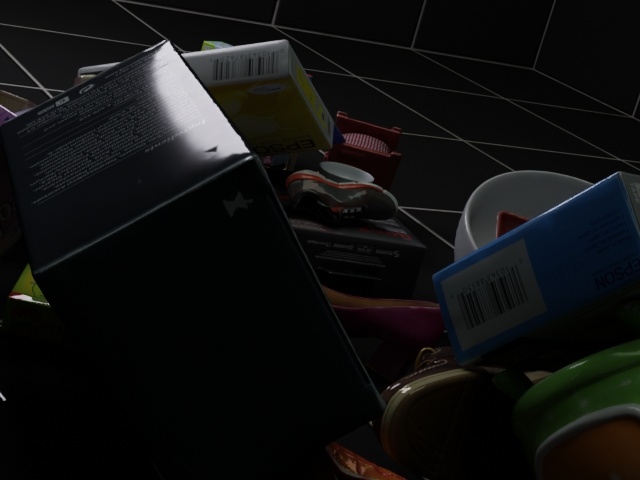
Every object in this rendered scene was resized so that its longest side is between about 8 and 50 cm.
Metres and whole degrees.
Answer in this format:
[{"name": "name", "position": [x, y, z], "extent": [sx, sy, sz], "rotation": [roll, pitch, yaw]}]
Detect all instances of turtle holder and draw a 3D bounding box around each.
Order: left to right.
[{"name": "turtle holder", "position": [0.342, 0.212, 1.311], "extent": [0.320, 0.243, 0.227], "rotation": [37, 29, -62]}]

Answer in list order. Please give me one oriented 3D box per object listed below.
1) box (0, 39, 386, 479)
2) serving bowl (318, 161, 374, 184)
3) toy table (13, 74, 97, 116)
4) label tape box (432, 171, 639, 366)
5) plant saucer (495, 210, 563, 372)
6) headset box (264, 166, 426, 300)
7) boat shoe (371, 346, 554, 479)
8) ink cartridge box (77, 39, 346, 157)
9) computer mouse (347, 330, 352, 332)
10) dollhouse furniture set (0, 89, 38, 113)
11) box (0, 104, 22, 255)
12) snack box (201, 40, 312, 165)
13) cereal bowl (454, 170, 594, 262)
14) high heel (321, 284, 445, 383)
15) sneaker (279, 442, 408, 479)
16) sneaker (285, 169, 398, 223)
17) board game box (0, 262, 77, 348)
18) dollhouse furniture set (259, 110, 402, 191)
[{"name": "box", "position": [-0.139, 0.019, 1.249], "extent": [0.212, 0.293, 0.395], "rotation": [-29, 28, -5]}, {"name": "serving bowl", "position": [0.035, -0.089, 1.871], "extent": [0.083, 0.027, 0.083], "rotation": [14, 18, -5]}, {"name": "toy table", "position": [-0.308, -0.087, 1.637], "extent": [0.274, 0.252, 0.161], "rotation": [-18, 16, -25]}, {"name": "label tape box", "position": [0.329, 0.045, 1.372], "extent": [0.348, 0.249, 0.115], "rotation": [8, 59, -44]}, {"name": "plant saucer", "position": [0.327, 0.093, 1.584], "extent": [0.258, 0.047, 0.259], "rotation": [18, 40, -3]}, {"name": "headset box", "position": [0.000, 0.000, 1.802], "extent": [0.218, 0.110, 0.293], "rotation": [8, 19, -22]}, {"name": "boat shoe", "position": [0.147, 0.178, 1.399], "extent": [0.123, 0.123, 0.342], "rotation": [20, 13, 37]}, {"name": "ink cartridge box", "position": [-0.145, -0.166, 1.818], "extent": [0.304, 0.072, 0.307], "rotation": [-7, -26, 15]}, {"name": "computer mouse", "position": [0.004, 0.108, 1.599], "extent": [0.071, 0.041, 0.242], "rotation": [24, 19, 28]}, {"name": "dollhouse furniture set", "position": [-0.431, -0.109, 1.808], "extent": [0.212, 0.161, 0.242], "rotation": [21, -3, 16]}, {"name": "box", "position": [-0.446, -0.068, 1.445], "extent": [0.243, 0.213, 0.117], "rotation": [31, -20, 38]}, {"name": "snack box", "position": [-0.137, -0.251, 2.332], "extent": [0.207, 0.174, 0.070], "rotation": [23, 16, 25]}, {"name": "cereal bowl", "position": [0.337, 0.060, 1.774], "extent": [0.339, 0.141, 0.339], "rotation": [12, 41, -11]}, {"name": "high heel", "position": [0.031, 0.063, 1.530], "extent": [0.244, 0.117, 0.082], "rotation": [36, 21, 6]}, {"name": "sneaker", "position": [0.026, 0.234, 1.237], "extent": [0.175, 0.064, 0.067], "rotation": [28, 1, 20]}, {"name": "sneaker", "position": [0.028, -0.043, 1.710], "extent": [0.158, 0.061, 0.065], "rotation": [11, 46, -11]}, {"name": "board game box", "position": [-0.302, 0.062, 1.478], "extent": [0.092, 0.043, 0.181], "rotation": [13, 18, -5]}, {"name": "dollhouse furniture set", "position": [-0.062, -0.138, 2.093], "extent": [0.374, 0.152, 0.201], "rotation": [14, 18, -3]}]
